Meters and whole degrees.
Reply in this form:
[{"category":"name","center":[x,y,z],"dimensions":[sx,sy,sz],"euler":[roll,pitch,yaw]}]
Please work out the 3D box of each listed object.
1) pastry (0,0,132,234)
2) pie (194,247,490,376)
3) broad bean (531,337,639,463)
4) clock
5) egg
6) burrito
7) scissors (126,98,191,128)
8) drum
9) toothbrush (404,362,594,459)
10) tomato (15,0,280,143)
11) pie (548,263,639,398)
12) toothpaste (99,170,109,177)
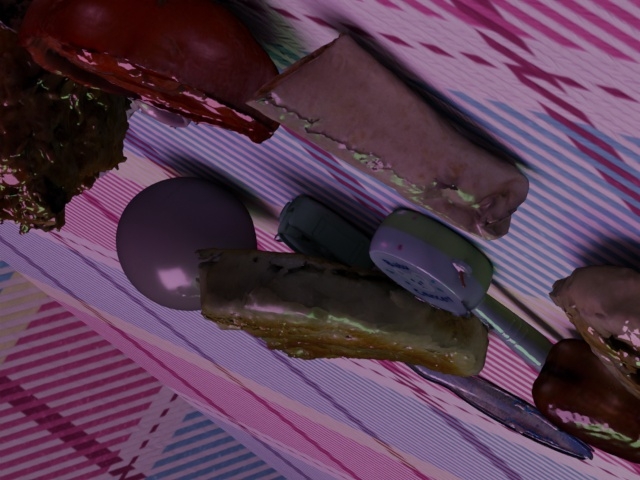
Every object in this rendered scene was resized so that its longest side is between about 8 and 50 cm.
[{"category":"pastry","center":[-0.261,-0.141,1.698],"dimensions":[0.193,0.275,0.275],"euler":[-14,147,21]},{"category":"pie","center":[0.025,0.080,2.001],"dimensions":[0.296,0.078,0.371],"euler":[10,171,13]},{"category":"broad bean","center":[0.279,0.159,1.839],"dimensions":[0.165,0.084,0.114],"euler":[30,-173,-19]},{"category":"clock","center":[0.000,0.000,2.009],"dimensions":[0.101,0.041,0.135],"euler":[35,168,-12]},{"category":"egg","center":[-0.150,0.003,2.156],"dimensions":[0.146,0.146,0.198],"euler":[40,167,-31]},{"category":"burrito","center":[0.057,-0.077,1.452],"dimensions":[0.226,0.087,0.060],"euler":[33,178,-20]},{"category":"scissors","center":[-0.206,-0.147,1.976],"dimensions":[0.118,0.030,0.242],"euler":[38,165,-18]},{"category":"drum","center":[0.136,0.055,1.854],"dimensions":[0.130,0.049,0.253],"euler":[21,163,44]},{"category":"toothbrush","center":[0.137,0.151,2.293],"dimensions":[0.413,0.035,0.042],"euler":[29,-171,19]},{"category":"tomato","center":[-0.122,-0.158,1.552],"dimensions":[0.228,0.101,0.228],"euler":[23,173,3]},{"category":"pie","center":[0.325,0.120,1.550],"dimensions":[0.339,0.077,0.339],"euler":[32,168,7]},{"category":"toothpaste","center":[-0.345,-0.147,2.292],"dimensions":[0.323,0.066,0.100],"euler":[28,165,47]}]
